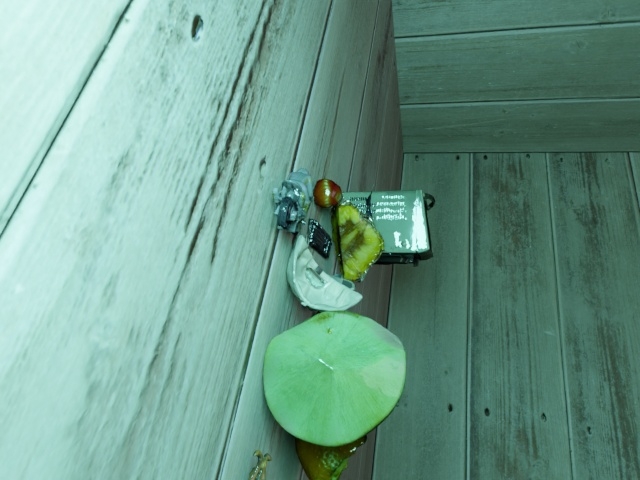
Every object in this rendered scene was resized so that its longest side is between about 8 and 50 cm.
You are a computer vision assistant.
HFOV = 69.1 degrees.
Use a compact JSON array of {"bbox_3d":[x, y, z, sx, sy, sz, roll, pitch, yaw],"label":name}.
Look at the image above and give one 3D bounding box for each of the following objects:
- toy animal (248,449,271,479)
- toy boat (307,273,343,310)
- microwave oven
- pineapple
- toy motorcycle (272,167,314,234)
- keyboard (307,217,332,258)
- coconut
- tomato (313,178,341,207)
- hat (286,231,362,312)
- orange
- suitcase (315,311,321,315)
[{"bbox_3d":[-0.122,0.525,0.920,0.099,0.057,0.241,-54,144,-64],"label":"toy animal"},{"bbox_3d":[0.017,0.135,1.356,0.085,0.078,0.260,67,19,-2],"label":"toy boat"},{"bbox_3d":[0.262,-0.030,1.747,0.394,0.333,0.247,22,68,-73],"label":"microwave oven"},{"bbox_3d":[0.113,-0.026,1.489,0.161,0.158,0.334,-106,-178,-66],"label":"pineapple"},{"bbox_3d":[-0.055,-0.092,1.034,0.225,0.073,0.152,34,68,-83],"label":"toy motorcycle"},{"bbox_3d":[0.001,0.000,1.367,0.231,0.023,0.072,46,51,-70],"label":"keyboard"},{"bbox_3d":[0.034,0.290,1.002,0.328,0.328,0.281,61,31,-64],"label":"coconut"},{"bbox_3d":[0.019,-0.133,1.314,0.087,0.075,0.087,5,90,-73],"label":"tomato"},{"bbox_3d":[-0.020,0.093,1.166,0.164,0.219,0.226,-45,-171,-15],"label":"hat"},{"bbox_3d":[0.035,0.487,1.230,0.262,0.196,0.334,80,17,-52],"label":"orange"},{"bbox_3d":[0.016,0.270,1.351,0.059,0.086,0.126,97,3,-62],"label":"suitcase"}]
